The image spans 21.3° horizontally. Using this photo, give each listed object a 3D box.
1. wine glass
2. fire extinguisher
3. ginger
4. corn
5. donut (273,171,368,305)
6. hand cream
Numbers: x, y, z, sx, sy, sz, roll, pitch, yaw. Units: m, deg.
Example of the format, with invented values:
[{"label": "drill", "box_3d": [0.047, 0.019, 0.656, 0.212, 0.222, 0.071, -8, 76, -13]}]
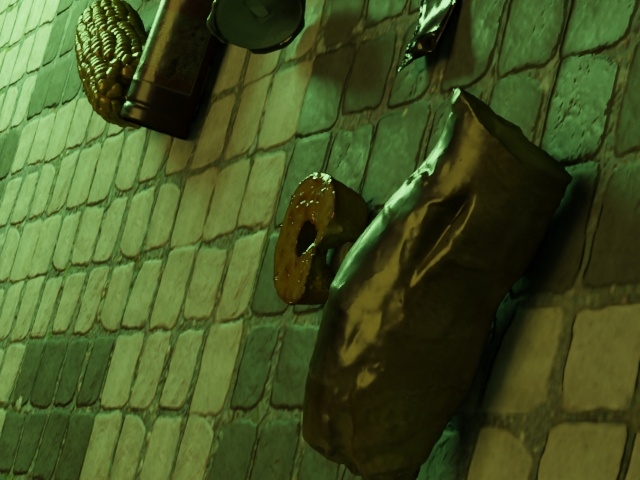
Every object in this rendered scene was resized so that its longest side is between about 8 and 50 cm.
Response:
[{"label": "wine glass", "box_3d": [-0.071, -0.269, 1.620, 0.122, 0.122, 0.183, -53, 31, 35]}, {"label": "fire extinguisher", "box_3d": [-0.136, -0.234, 1.752, 0.106, 0.075, 0.252, 18, -87, -74]}, {"label": "ginger", "box_3d": [0.065, 0.034, 1.100, 0.116, 0.109, 0.263, -95, 30, -75]}, {"label": "corn", "box_3d": [-0.228, -0.209, 1.937, 0.101, 0.101, 0.292, -62, 23, 19]}, {"label": "donut", "box_3d": [0.000, 0.000, 1.346, 0.108, 0.043, 0.097, -64, 25, 17]}, {"label": "hand cream", "box_3d": [0.089, -0.214, 1.332, 0.062, 0.039, 0.163, -17, 63, 59]}]
